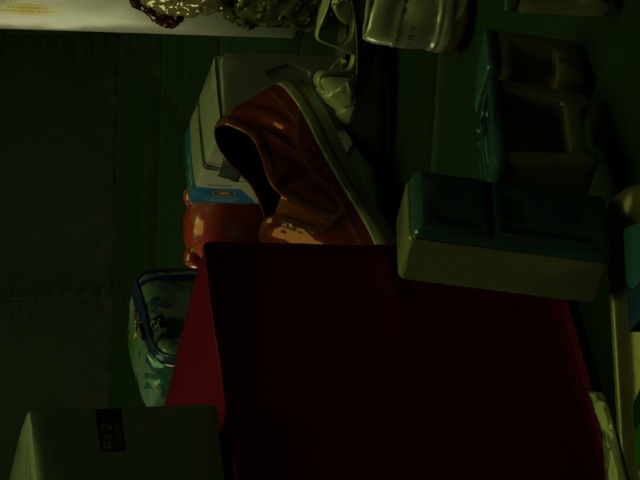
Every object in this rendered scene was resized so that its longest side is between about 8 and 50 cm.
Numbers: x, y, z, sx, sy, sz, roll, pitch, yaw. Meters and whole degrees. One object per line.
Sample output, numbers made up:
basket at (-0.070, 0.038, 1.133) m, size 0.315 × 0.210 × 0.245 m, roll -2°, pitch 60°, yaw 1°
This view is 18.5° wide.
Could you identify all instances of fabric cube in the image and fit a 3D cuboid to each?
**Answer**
fabric cube at (0.036, 0.175, 1.325) m, size 0.258 × 0.259 × 0.254 m, roll 108°, pitch 158°, yaw -48°

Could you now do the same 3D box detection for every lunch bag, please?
lunch bag at (-0.071, 0.092, 1.853) m, size 0.176 × 0.219 × 0.090 m, roll -112°, pitch 26°, yaw -59°

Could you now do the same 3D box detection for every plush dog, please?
plush dog at (-0.079, -0.270, 1.863) m, size 0.262 × 0.225 × 0.210 m, roll 104°, pitch 161°, yaw -46°

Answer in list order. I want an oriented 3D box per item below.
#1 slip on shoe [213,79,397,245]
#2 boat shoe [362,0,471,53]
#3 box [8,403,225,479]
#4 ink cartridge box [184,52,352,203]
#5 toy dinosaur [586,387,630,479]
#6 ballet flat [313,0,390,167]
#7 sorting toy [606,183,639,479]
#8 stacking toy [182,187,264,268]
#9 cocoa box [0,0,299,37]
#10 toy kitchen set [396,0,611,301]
slip on shoe at (0.000, 0.000, 1.722) m, size 0.123 × 0.101 × 0.331 m, roll 93°, pitch 154°, yaw -56°
boat shoe at (0.057, -0.282, 1.566) m, size 0.098 × 0.096 × 0.277 m, roll 118°, pitch 149°, yaw -65°
box at (-0.124, 0.219, 1.197) m, size 0.182 × 0.119 × 0.181 m, roll 114°, pitch 150°, yaw -55°
ink cartridge box at (-0.050, -0.106, 1.933) m, size 0.190 × 0.140 × 0.082 m, roll 122°, pitch 146°, yaw -67°
toy dinosaur at (0.195, 0.208, 0.985) m, size 0.118 × 0.064 × 0.268 m, roll 5°, pitch 114°, yaw 49°
ballet flat at (0.028, -0.166, 1.754) m, size 0.074 × 0.074 × 0.203 m, roll -138°, pitch 48°, yaw -72°
sorting toy at (0.206, 0.106, 1.063) m, size 0.229 × 0.041 × 0.307 m, roll 149°, pitch 119°, yaw -75°
stacking toy at (-0.094, 0.098, 2.150) m, size 0.279 × 0.130 × 0.309 m, roll 129°, pitch 139°, yaw -69°
cocoa box at (-0.188, -0.371, 2.059) m, size 0.228 × 0.347 × 0.231 m, roll 104°, pitch 161°, yaw -45°
toy kitchen set at (0.118, -0.098, 1.185) m, size 0.207 × 0.122 × 0.166 m, roll -90°, pitch 9°, yaw -46°
